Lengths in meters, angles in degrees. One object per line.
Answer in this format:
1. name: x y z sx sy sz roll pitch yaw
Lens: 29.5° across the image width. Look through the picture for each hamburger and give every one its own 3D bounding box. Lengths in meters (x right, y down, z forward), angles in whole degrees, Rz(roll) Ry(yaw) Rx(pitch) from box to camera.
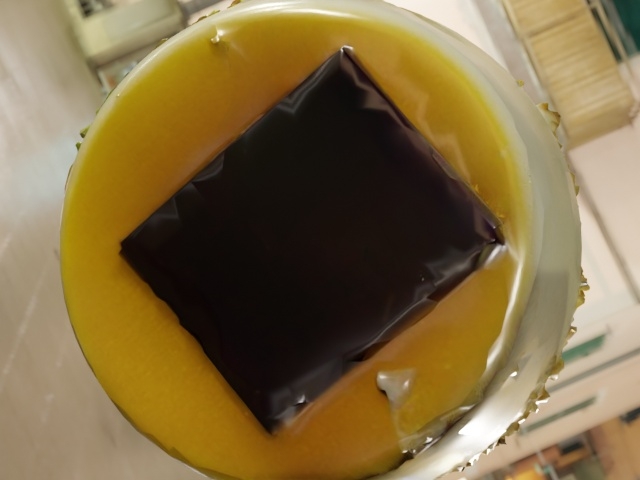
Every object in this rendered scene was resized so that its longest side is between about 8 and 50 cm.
1. hamburger: 0.000 0.000 0.658 0.294 0.276 0.179 48 11 9
